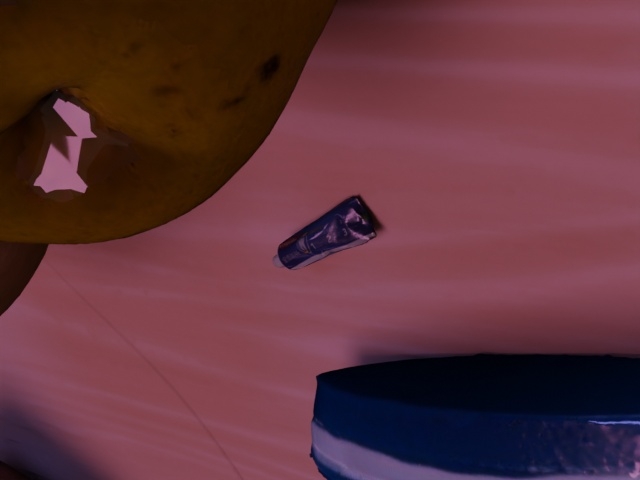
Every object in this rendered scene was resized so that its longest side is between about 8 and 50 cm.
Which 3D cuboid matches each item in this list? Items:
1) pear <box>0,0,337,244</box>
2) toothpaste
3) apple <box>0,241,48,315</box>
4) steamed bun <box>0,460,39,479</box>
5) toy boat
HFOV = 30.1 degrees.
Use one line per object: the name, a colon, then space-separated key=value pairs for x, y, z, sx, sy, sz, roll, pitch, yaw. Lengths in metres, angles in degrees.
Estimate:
pear: x=-0.123 y=-0.151 z=0.481 sx=0.294 sy=0.294 sz=0.294 roll=25 pitch=134 yaw=29
toothpaste: x=0.000 y=0.000 z=0.673 sx=0.083 sy=0.019 sz=0.027 roll=-28 pitch=80 yaw=47
apple: x=-0.261 y=-0.065 z=0.680 sx=0.233 sy=0.258 sz=0.295 roll=12 pitch=155 yaw=15
steamed bun: x=-0.298 y=0.303 z=1.068 sx=0.251 sy=0.199 sz=0.301 roll=22 pitch=144 yaw=8
toy boat: x=0.088 y=0.098 z=0.605 sx=0.299 sy=0.096 sz=0.062 roll=-6 pitch=103 yaw=49
